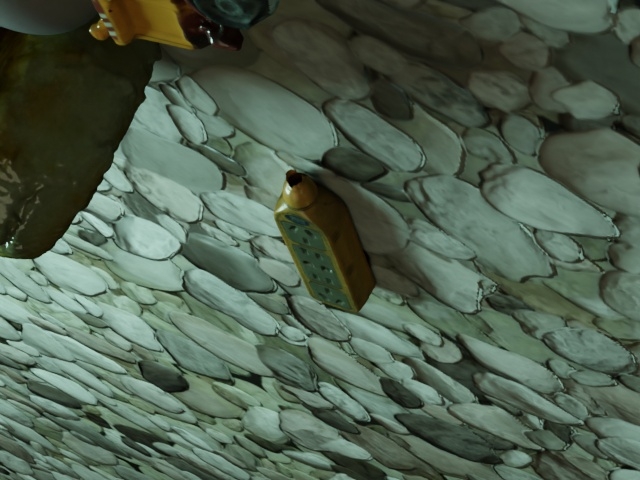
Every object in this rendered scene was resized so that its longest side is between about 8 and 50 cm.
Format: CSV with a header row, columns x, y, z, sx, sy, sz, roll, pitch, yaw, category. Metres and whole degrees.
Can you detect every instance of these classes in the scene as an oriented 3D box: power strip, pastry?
x,y,z,sx,sy,sz,roll,pitch,yaw,category
0.000,0.000,1.157,0.049,0.028,0.178,18,156,23,power strip
-0.180,-0.078,0.997,0.093,0.182,0.192,32,169,-20,pastry

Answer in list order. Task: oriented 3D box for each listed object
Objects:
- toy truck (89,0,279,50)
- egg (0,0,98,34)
x,y,z,sx,sy,sz,roll,pitch,yaw,category
-0.079,-0.194,0.721,0.135,0.114,0.270,14,157,17,toy truck
-0.165,-0.170,0.870,0.103,0.103,0.135,11,157,33,egg
